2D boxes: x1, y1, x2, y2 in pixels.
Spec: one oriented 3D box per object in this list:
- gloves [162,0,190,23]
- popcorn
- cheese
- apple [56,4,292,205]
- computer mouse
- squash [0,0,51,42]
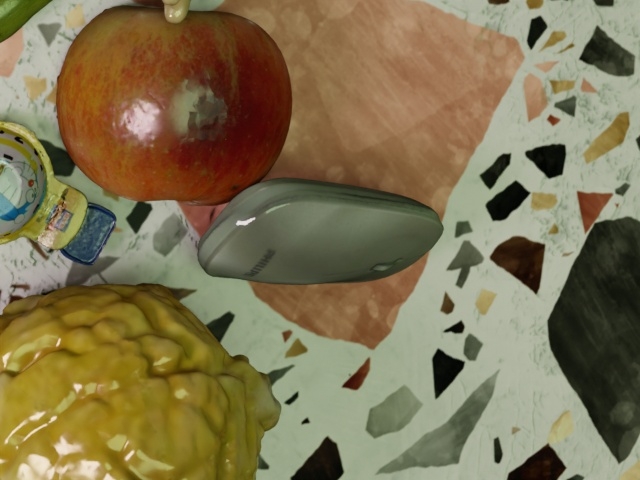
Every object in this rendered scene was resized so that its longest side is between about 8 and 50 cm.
[{"bbox_3d":[-0.163,-0.400,1.788,0.197,0.152,0.301,3,79,-12],"label":"gloves"},{"bbox_3d":[-0.241,0.237,1.840,0.344,0.354,0.390,-43,122,13],"label":"popcorn"},{"bbox_3d":[-0.356,-0.052,1.853,0.250,0.064,0.156,27,94,-28],"label":"cheese"},{"bbox_3d":[-0.155,-0.149,1.871,0.293,0.163,0.251,2,103,-26],"label":"apple"},{"bbox_3d":[0.002,0.006,1.990,0.331,0.197,0.095,4,59,-31],"label":"computer mouse"},{"bbox_3d":[-0.329,-0.294,1.793,0.201,0.066,0.066,-40,119,-11],"label":"squash"}]
